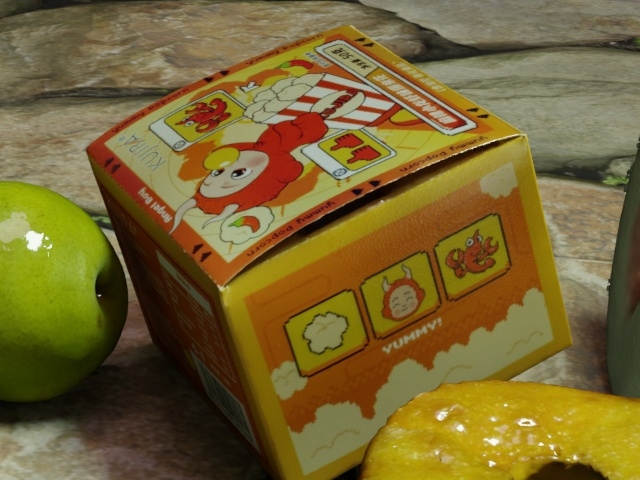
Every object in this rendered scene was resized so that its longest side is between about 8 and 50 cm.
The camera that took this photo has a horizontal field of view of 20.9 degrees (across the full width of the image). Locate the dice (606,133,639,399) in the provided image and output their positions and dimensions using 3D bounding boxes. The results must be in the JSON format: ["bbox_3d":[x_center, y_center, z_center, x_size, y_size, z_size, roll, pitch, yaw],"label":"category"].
[{"bbox_3d":[0.388,0.030,1.429,0.262,0.265,0.268,8,20,1],"label":"dice"}]

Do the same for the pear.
[{"bbox_3d":[-0.259,0.044,1.332,0.216,0.166,0.180,-8,-16,16],"label":"pear"}]

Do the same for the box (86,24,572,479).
[{"bbox_3d":[0.000,0.000,1.345,0.259,0.214,0.283,-28,34,-15],"label":"box"}]

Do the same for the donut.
[{"bbox_3d":[0.156,0.202,1.129,0.302,0.110,0.303,5,23,-2],"label":"donut"}]
